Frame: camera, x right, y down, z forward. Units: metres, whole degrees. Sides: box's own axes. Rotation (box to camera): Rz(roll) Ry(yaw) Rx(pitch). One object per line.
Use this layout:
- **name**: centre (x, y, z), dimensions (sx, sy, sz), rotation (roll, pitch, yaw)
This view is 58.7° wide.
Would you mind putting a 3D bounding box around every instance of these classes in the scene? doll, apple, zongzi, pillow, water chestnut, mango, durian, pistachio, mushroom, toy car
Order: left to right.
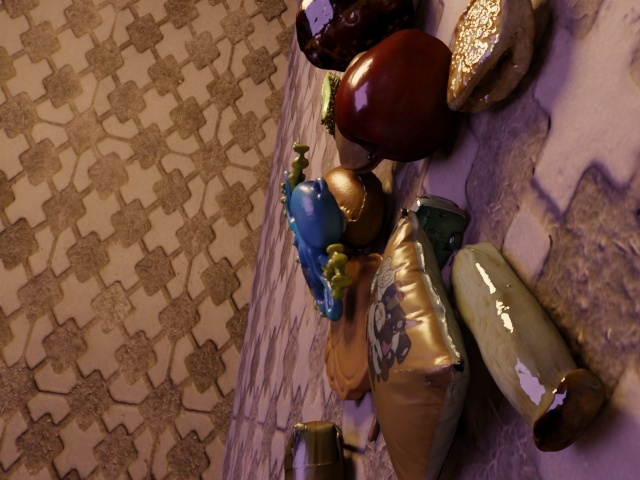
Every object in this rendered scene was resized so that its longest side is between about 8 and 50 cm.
- **zongzi**: centre (-0.021, 0.523, 1.203), dimensions (0.289, 0.122, 0.260), rotation (107, 166, -64)
- **doll**: centre (0.000, 0.000, 1.213), dimensions (0.341, 0.098, 0.346), rotation (92, 159, -52)
- **durian**: centre (0.061, -0.391, 1.656), dimensions (0.095, 0.137, 0.221), rotation (-13, 55, 37)
- **mango**: centre (0.070, -0.080, 1.274), dimensions (0.166, 0.136, 0.236), rotation (-62, 31, 29)
- **water chestnut**: centre (0.099, -0.493, 1.325), dimensions (0.300, 0.299, 0.300), rotation (-168, 90, -76)
- **pistachio**: centre (0.116, -0.269, 1.192), dimensions (0.212, 0.162, 0.261), rotation (8, 90, 64)
- **apple**: centre (0.134, -0.246, 1.003), dimensions (0.234, 0.233, 0.234), rotation (-168, 90, -76)
- **pillow**: centre (0.130, 0.164, 0.811), dimensions (0.310, 0.119, 0.313), rotation (-100, 8, -50)
- **toy car**: centre (0.155, 0.020, 0.943), dimensions (0.076, 0.090, 0.224), rotation (-89, 17, -49)
- **mushroom**: centre (0.216, 0.103, 0.655), dimensions (0.312, 0.081, 0.100), rotation (-102, 28, -62)

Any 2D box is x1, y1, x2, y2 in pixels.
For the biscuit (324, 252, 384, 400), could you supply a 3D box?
- **biscuit**: centre (0.072, 0.176, 1.221), dimensions (0.351, 0.057, 0.312), rotation (-174, 96, -76)

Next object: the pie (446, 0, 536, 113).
- **pie**: centre (0.247, -0.285, 0.841), dimensions (0.205, 0.084, 0.179), rotation (123, 158, -61)

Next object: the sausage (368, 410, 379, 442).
- **sausage**: centre (0.104, 0.328, 1.045), dimensions (0.015, 0.015, 0.100), rotation (-123, 46, -71)

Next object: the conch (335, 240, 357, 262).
- **conch**: centre (0.025, 0.039, 1.393), dimensions (0.173, 0.116, 0.106), rotation (133, 147, -60)
